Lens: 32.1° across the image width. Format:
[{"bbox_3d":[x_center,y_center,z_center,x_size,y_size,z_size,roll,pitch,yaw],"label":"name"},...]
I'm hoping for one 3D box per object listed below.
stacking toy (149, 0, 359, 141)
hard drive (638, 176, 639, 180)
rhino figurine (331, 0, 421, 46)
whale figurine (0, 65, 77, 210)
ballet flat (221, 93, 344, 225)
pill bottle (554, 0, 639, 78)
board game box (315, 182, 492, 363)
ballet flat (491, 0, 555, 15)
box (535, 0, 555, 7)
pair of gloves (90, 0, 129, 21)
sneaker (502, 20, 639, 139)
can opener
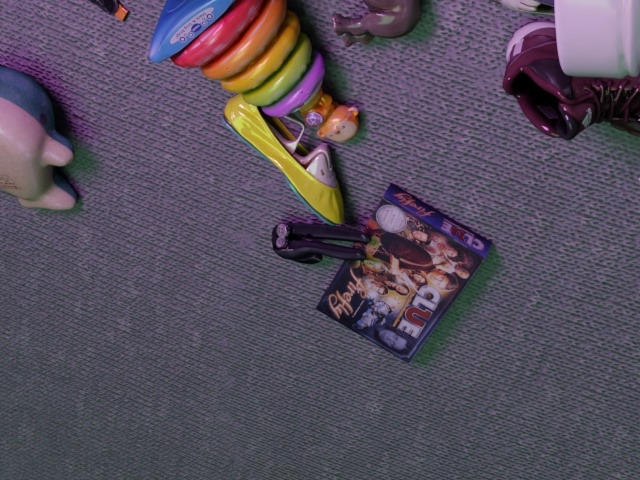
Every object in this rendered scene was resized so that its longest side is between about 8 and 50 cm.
[{"bbox_3d":[-0.059,-0.223,1.426,0.175,0.166,0.302,-33,121,28],"label":"stacking toy"},{"bbox_3d":[0.497,-0.154,1.167,0.307,0.203,0.040,-45,70,34],"label":"hard drive"},{"bbox_3d":[0.056,-0.345,1.317,0.106,0.073,0.243,-4,119,15],"label":"rhino figurine"},{"bbox_3d":[-0.453,-0.152,1.664,0.216,0.141,0.272,3,149,22],"label":"whale figurine"},{"bbox_3d":[-0.034,-0.119,1.522,0.231,0.077,0.077,44,112,-8],"label":"ballet flat"},{"bbox_3d":[0.404,-0.226,0.921,0.392,0.224,0.224,5,125,20],"label":"pill bottle"},{"bbox_3d":[0.114,0.052,1.593,0.165,0.042,0.243,30,130,1],"label":"board game box"},{"bbox_3d":[0.268,-0.287,1.268,0.213,0.068,0.072,11,127,17],"label":"ballet flat"},{"bbox_3d":[0.340,-0.384,1.095,0.343,0.179,0.312,21,130,8],"label":"box"},{"bbox_3d":[-0.284,-0.344,1.508,0.074,0.010,0.083,32,133,-2],"label":"pair of gloves"},{"bbox_3d":[0.334,-0.147,1.276,0.281,0.162,0.106,19,129,10],"label":"sneaker"},{"bbox_3d":[0.000,0.000,1.581,0.073,0.059,0.186,16,168,-43],"label":"can opener"}]
